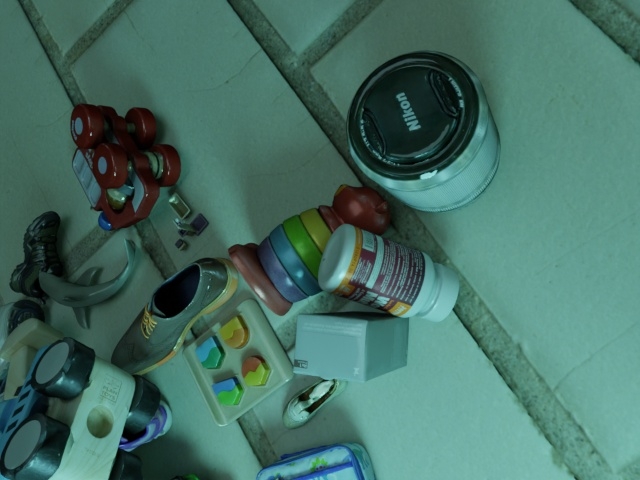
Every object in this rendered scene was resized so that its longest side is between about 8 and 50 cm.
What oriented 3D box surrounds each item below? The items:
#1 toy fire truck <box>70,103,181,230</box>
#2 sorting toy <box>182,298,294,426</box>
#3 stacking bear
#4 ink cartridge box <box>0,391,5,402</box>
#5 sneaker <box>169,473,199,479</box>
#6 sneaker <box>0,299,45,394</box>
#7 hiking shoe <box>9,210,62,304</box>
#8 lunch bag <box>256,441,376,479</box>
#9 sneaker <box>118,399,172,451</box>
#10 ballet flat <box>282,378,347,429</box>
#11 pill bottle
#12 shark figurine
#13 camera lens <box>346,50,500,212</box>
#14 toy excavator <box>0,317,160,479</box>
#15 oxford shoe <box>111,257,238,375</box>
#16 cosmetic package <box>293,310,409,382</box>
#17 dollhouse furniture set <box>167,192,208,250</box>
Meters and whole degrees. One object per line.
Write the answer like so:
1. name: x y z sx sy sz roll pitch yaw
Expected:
1. toy fire truck: -0.477 -0.159 1.319 0.302 0.169 0.254 55 128 22
2. sorting toy: -0.178 0.252 1.170 0.208 0.038 0.193 -38 69 14
3. stacking bear: 0.000 0.000 1.073 0.289 0.175 0.164 -35 87 6
4. ink cartridge box: -0.678 0.384 1.307 0.109 0.150 0.063 21 125 25
5. sneaker: -0.314 0.529 1.130 0.343 0.134 0.146 17 67 6
6. sneaker: -0.763 0.293 1.401 0.129 0.111 0.297 0 78 40
7. hiking shoe: -0.681 0.042 1.413 0.114 0.086 0.227 24 97 12
8. lunch bag: -0.005 0.470 1.033 0.219 0.090 0.176 -22 71 18
9. sneaker: -0.429 0.415 1.176 0.236 0.104 0.095 -33 80 -8
10. ballet flat: -0.021 0.303 1.084 0.168 0.052 0.057 -44 68 12
11. pill bottle: 0.117 0.062 0.971 0.221 0.121 0.121 20 90 -15
12. shark figurine: -0.532 0.108 1.304 0.278 0.116 0.166 -21 84 11
13. camera lens: 0.181 -0.168 0.949 0.219 0.274 0.219 -4 80 23
14. toy excavator: -0.553 0.320 1.135 0.445 0.222 0.433 -19 46 27
15. oxford shoe: -0.342 0.160 1.204 0.364 0.132 0.130 -45 68 11
16. cosmetic package: 0.061 0.174 0.967 0.127 0.238 0.107 2 83 23
17. dollhouse furniture set: -0.330 -0.050 1.261 0.091 0.081 0.114 -47 67 10
